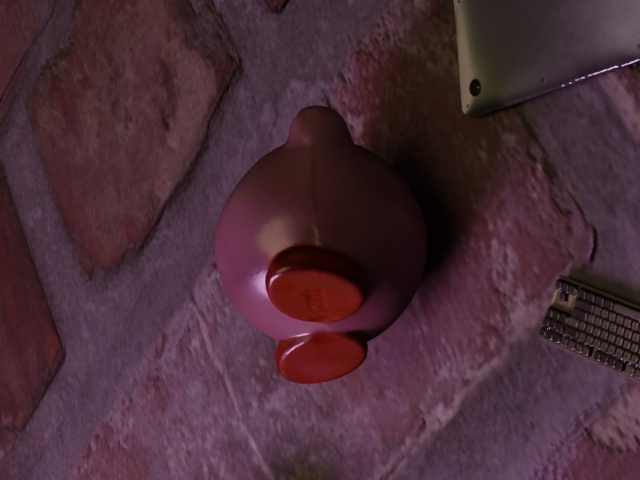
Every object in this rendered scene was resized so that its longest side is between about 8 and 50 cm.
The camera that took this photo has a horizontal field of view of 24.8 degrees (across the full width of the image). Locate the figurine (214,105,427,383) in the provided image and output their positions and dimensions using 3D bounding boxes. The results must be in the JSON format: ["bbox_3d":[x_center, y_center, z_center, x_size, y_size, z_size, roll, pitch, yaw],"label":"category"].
[{"bbox_3d":[0.000,0.000,1.131,0.173,0.173,0.173,-9,79,51],"label":"figurine"}]

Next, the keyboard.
[{"bbox_3d":[0.200,0.064,0.985,0.129,0.015,0.049,25,105,51],"label":"keyboard"}]

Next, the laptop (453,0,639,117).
[{"bbox_3d":[0.187,-0.206,1.034,0.269,0.015,0.187,-15,74,50],"label":"laptop"}]
